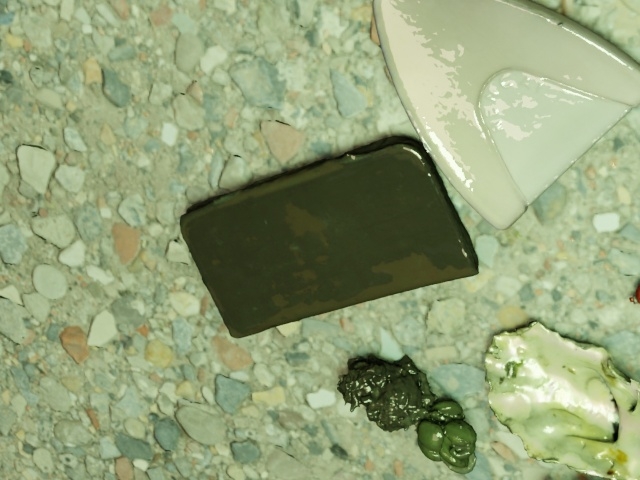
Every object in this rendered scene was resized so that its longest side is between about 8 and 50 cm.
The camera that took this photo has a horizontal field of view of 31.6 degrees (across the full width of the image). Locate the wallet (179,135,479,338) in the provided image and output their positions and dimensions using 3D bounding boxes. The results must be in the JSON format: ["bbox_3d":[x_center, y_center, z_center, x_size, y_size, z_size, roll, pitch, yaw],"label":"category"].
[{"bbox_3d":[0.000,0.000,1.176,0.309,0.042,0.165,-17,106,30],"label":"wallet"}]

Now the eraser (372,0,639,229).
[{"bbox_3d":[0.150,-0.155,1.030,0.243,0.059,0.204,43,122,-2],"label":"eraser"}]

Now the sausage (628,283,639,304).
[{"bbox_3d":[0.400,0.027,1.014,0.253,0.034,0.034,-13,106,29],"label":"sausage"}]

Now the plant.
[{"bbox_3d":[0.096,0.180,1.195,0.174,0.087,0.085,34,151,13],"label":"plant"}]

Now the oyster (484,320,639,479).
[{"bbox_3d":[0.259,0.160,1.119,0.209,0.072,0.133,17,94,26],"label":"oyster"}]
